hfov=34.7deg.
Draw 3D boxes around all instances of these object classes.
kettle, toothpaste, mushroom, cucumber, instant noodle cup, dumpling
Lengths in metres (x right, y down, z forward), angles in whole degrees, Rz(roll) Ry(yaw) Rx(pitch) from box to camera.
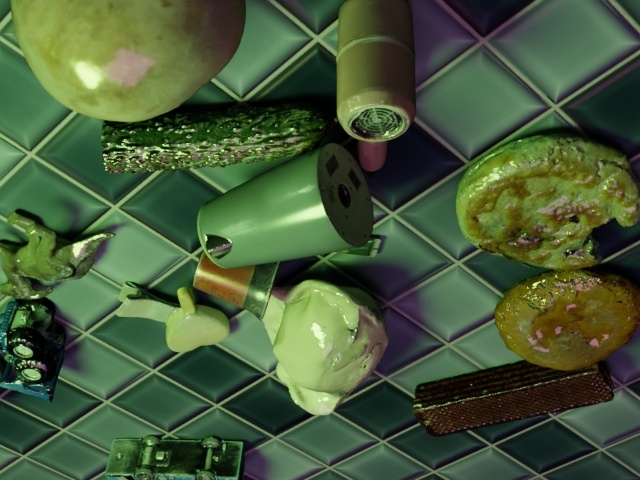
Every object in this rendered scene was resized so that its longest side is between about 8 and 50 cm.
[{"bbox_3d":[-0.052,-0.053,1.576,0.243,0.210,0.160,-15,114,30],"label":"kettle"},{"bbox_3d":[0.000,0.000,1.748,0.204,0.031,0.049,8,139,-7],"label":"toothpaste"},{"bbox_3d":[-0.238,-0.293,1.326,0.297,0.298,0.290,1,174,4],"label":"mushroom"},{"bbox_3d":[-0.151,-0.157,1.554,0.359,0.096,0.096,-4,137,4],"label":"cucumber"},{"bbox_3d":[-0.145,0.059,1.769,0.135,0.127,0.127,18,136,-2],"label":"instant noodle cup"},{"bbox_3d":[-0.002,0.159,1.858,0.243,0.187,0.318,34,135,27],"label":"dumpling"}]

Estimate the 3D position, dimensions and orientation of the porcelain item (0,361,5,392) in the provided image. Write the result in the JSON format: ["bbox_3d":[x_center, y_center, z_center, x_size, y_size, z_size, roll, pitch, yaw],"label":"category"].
[{"bbox_3d":[-0.713,0.289,2.052,0.147,0.114,0.147,2,135,2],"label":"porcelain item"}]

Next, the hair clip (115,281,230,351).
[{"bbox_3d":[-0.264,0.135,1.894,0.218,0.071,0.159,20,133,-22],"label":"hair clip"}]

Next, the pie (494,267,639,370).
[{"bbox_3d":[0.448,0.137,1.833,0.273,0.069,0.273,1,132,1],"label":"pie"}]

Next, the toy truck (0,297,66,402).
[{"bbox_3d":[-0.561,0.210,1.958,0.126,0.113,0.208,-1,136,6],"label":"toy truck"}]

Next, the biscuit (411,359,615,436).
[{"bbox_3d":[0.372,0.298,2.008,0.388,0.073,0.107,-17,132,21],"label":"biscuit"}]

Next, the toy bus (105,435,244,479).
[{"bbox_3d":[-0.315,0.506,2.265,0.297,0.106,0.131,1,139,6],"label":"toy bus"}]

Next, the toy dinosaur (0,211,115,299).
[{"bbox_3d":[-0.492,0.026,1.788,0.294,0.077,0.162,-17,139,41],"label":"toy dinosaur"}]

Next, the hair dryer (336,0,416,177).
[{"bbox_3d":[0.080,-0.173,1.472,0.106,0.189,0.344,-1,152,2],"label":"hair dryer"}]

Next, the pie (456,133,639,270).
[{"bbox_3d":[0.362,-0.057,1.633,0.302,0.067,0.302,2,139,2],"label":"pie"}]
